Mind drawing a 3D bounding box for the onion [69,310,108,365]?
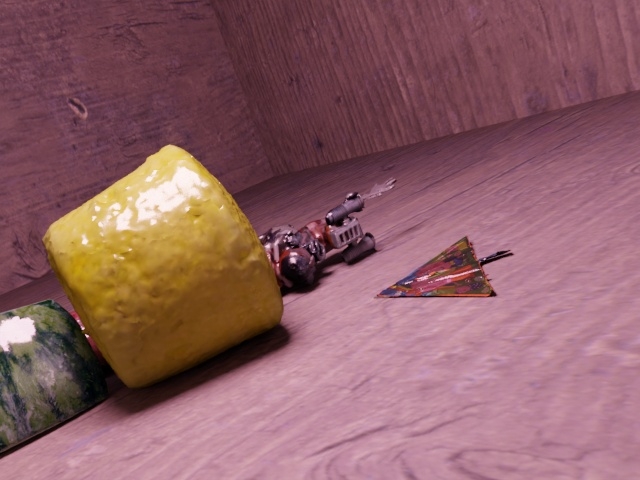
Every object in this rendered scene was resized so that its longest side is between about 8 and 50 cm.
[{"bbox_3d":[-0.472,0.202,1.346,0.227,0.120,0.283,-16,11,46],"label":"onion"}]

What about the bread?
[{"bbox_3d":[-0.256,0.046,1.165,0.307,0.348,0.348,-28,12,-15],"label":"bread"}]

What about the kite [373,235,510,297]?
[{"bbox_3d":[0.192,0.053,1.154,0.233,0.016,0.321,-18,11,9],"label":"kite"}]

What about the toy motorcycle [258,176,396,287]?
[{"bbox_3d":[0.000,0.000,1.456,0.401,0.134,0.207,-26,12,-20],"label":"toy motorcycle"}]

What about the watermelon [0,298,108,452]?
[{"bbox_3d":[-0.495,0.229,1.165,0.261,0.213,0.201,-19,-7,-24],"label":"watermelon"}]
